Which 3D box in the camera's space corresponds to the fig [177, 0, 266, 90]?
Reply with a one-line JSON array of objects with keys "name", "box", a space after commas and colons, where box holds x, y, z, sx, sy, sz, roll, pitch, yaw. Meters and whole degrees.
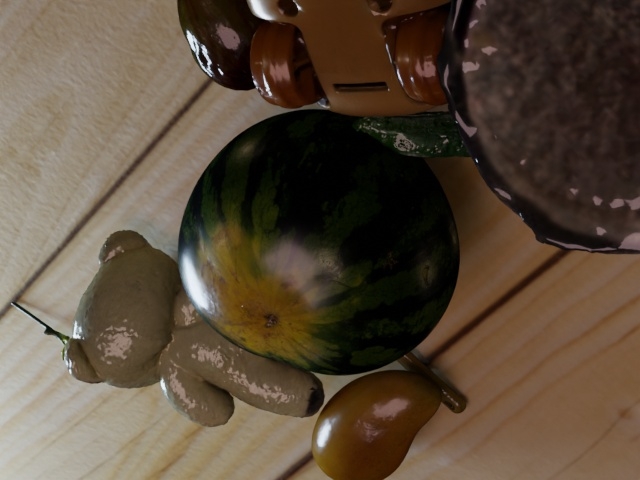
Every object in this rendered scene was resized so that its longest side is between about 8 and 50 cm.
[{"name": "fig", "box": [-0.092, -0.214, 1.836, 0.155, 0.103, 0.109, 40, 110, -12]}]

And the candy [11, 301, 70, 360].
[{"name": "candy", "box": [-0.308, 0.106, 2.232, 0.123, 0.035, 0.035, 37, 129, 12]}]

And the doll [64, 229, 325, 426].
[{"name": "doll", "box": [-0.120, 0.105, 2.080, 0.278, 0.175, 0.149, 16, 167, 8]}]

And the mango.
[{"name": "mango", "box": [0.054, 0.194, 2.045, 0.102, 0.085, 0.184, 38, 137, -5]}]

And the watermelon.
[{"name": "watermelon", "box": [-0.003, 0.001, 1.841, 0.269, 0.269, 0.269, 15, 128, 20]}]

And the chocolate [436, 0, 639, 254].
[{"name": "chocolate", "box": [0.272, -0.144, 1.605, 0.303, 0.213, 0.303, 2, 95, 23]}]

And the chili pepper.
[{"name": "chili pepper", "box": [0.141, -0.098, 1.750, 0.227, 0.059, 0.088, 5, 130, -6]}]

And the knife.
[{"name": "knife", "box": [0.060, 0.086, 2.011, 0.256, 0.022, 0.046, 43, 150, -7]}]

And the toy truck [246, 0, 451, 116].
[{"name": "toy truck", "box": [0.043, -0.230, 1.677, 0.204, 0.211, 0.288, 0, 125, 29]}]
